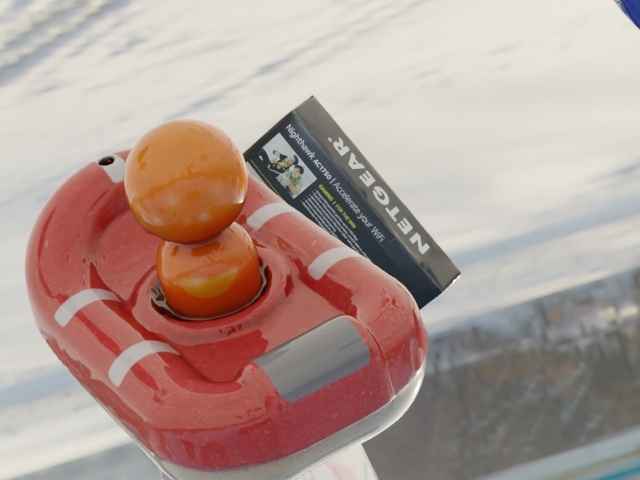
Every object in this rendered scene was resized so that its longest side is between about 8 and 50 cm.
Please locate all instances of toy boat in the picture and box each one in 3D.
[{"bbox_3d":[-0.058,0.008,0.855,0.151,0.151,0.231,-26,-144,-23],"label":"toy boat"}]

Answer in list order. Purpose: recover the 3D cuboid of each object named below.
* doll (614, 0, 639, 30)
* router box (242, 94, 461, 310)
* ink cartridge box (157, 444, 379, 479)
[{"bbox_3d":[0.255,-0.154,1.267,0.046,0.189,0.129,-46,-171,20],"label":"doll"},{"bbox_3d":[0.000,0.000,1.329,0.133,0.179,0.046,-39,-179,32],"label":"router box"},{"bbox_3d":[-0.038,0.216,1.644,0.071,0.330,0.324,-41,-146,9],"label":"ink cartridge box"}]
